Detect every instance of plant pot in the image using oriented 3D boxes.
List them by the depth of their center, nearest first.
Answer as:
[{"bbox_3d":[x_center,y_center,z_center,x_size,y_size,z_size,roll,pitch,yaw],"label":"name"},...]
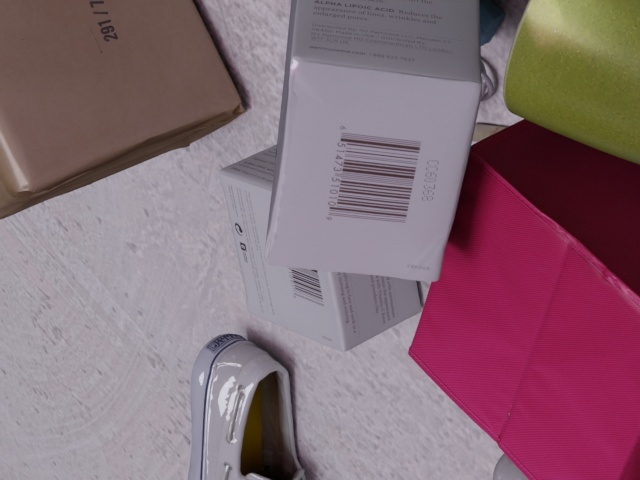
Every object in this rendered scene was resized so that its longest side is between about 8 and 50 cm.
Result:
[{"bbox_3d":[0.334,-0.141,1.486,0.293,0.275,0.275,33,139,17],"label":"plant pot"}]

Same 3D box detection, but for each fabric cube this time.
[{"bbox_3d":[0.268,0.045,1.689,0.259,0.254,0.258,45,142,28],"label":"fabric cube"}]

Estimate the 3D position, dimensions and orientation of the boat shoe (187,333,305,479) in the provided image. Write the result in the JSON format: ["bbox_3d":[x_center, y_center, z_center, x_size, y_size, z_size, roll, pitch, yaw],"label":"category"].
[{"bbox_3d":[-0.070,0.304,2.491,0.156,0.136,0.367,23,120,43],"label":"boat shoe"}]

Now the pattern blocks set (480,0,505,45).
[{"bbox_3d":[0.159,-0.333,1.787,0.285,0.026,0.325,58,147,9],"label":"pattern blocks set"}]

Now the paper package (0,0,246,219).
[{"bbox_3d":[-0.302,-0.225,2.265,0.168,0.309,0.325,-28,87,58],"label":"paper package"}]

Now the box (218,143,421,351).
[{"bbox_3d":[0.000,0.000,2.166,0.182,0.119,0.181,19,127,49],"label":"box"}]

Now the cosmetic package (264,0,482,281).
[{"bbox_3d":[0.047,-0.171,1.696,0.385,0.156,0.217,-88,6,-51],"label":"cosmetic package"}]

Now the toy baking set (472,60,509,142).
[{"bbox_3d":[0.091,-0.170,1.998,0.256,0.030,0.197,60,148,6],"label":"toy baking set"}]

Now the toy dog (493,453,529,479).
[{"bbox_3d":[0.298,0.338,1.930,0.334,0.161,0.220,55,-157,-44],"label":"toy dog"}]
